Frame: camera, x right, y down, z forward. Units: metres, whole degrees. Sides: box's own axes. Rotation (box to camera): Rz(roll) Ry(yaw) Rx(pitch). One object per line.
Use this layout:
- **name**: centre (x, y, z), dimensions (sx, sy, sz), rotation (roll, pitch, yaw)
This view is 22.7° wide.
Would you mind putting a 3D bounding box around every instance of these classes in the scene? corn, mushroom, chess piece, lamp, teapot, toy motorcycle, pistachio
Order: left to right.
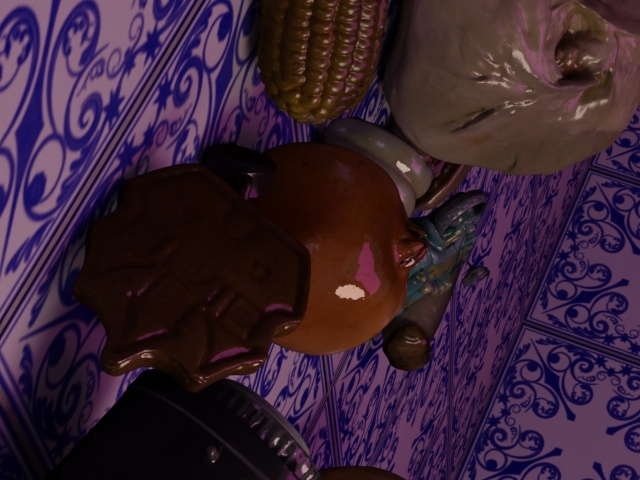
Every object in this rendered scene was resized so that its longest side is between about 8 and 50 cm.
- **lamp**: centre (-0.126, 0.235, 1.263), dimensions (0.272, 0.205, 0.374), rotation (-46, -174, -2)
- **teapot**: centre (-0.078, -0.060, 1.457), dimensions (0.100, 0.067, 0.045), rotation (-120, -136, -63)
- **chess piece**: centre (0.011, -0.003, 1.741), dimensions (0.243, 0.133, 0.133), rotation (-60, 162, -18)
- **corn**: centre (0.012, -0.272, 1.414), dimensions (0.120, 0.120, 0.363), rotation (-43, 146, -60)
- **toy motorcycle**: centre (0.132, 0.036, 2.169), dimensions (0.198, 0.109, 0.296), rotation (-31, 164, -15)
- **mushroom**: centre (0.170, 0.057, 2.451), dimensions (0.107, 0.087, 0.333), rotation (96, 16, -53)
- **pistachio**: centre (0.145, -0.132, 2.076), dimensions (0.131, 0.129, 0.206), rotation (-11, -138, 54)

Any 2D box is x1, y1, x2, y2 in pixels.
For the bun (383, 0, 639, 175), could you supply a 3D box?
- **bun**: centre (0.247, -0.230, 1.903), dimensions (0.213, 0.361, 0.361), rotation (-131, -130, -57)

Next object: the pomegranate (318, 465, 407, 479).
- **pomegranate**: centre (0.057, 0.464, 2.093), dimensions (0.338, 0.338, 0.338), rotation (19, 90, -75)

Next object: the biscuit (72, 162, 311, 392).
- **biscuit**: centre (-0.106, 0.033, 1.259), dimensions (0.215, 0.182, 0.034), rotation (-51, 178, -43)

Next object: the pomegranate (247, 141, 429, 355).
- **pomegranate**: centre (-0.006, 0.001, 1.547), dimensions (0.209, 0.209, 0.209), rotation (19, 90, -75)
